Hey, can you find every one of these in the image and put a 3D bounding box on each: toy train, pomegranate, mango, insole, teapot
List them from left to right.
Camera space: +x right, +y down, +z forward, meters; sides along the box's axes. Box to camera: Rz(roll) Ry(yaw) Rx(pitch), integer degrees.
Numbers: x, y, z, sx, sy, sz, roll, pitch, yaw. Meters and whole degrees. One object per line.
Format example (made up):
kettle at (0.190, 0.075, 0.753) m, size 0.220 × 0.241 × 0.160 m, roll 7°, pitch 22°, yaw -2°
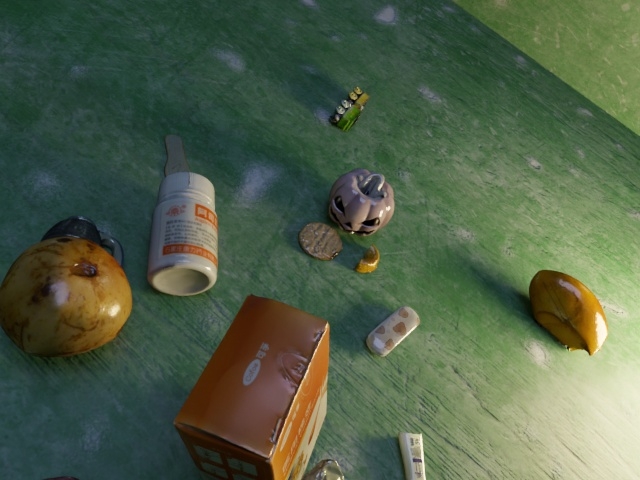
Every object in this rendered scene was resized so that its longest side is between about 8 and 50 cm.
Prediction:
pomegranate at (-0.452, 0.108, 0.852) m, size 0.215 × 0.215 × 0.215 m, roll 11°, pitch 52°, yaw -15°
teapot at (-0.480, 0.003, 0.972) m, size 0.149 × 0.111 × 0.108 m, roll 3°, pitch 40°, yaw -14°
insole at (-0.374, -0.206, 1.234) m, size 0.064 × 0.004 × 0.188 m, roll 0°, pitch 56°, yaw -24°
toy train at (0.101, -0.432, 1.566) m, size 0.081 × 0.060 × 0.202 m, roll 37°, pitch 50°, yaw -3°
mango at (0.669, 0.185, 1.300) m, size 0.126 × 0.154 × 0.252 m, roll -33°, pitch 86°, yaw -44°

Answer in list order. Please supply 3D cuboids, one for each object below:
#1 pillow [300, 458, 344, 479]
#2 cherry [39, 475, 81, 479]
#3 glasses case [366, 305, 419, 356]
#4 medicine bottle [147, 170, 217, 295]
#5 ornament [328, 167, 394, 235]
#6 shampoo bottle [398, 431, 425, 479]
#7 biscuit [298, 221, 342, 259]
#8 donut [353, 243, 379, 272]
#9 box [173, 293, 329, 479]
pillow at (-0.024, 0.523, 0.714) m, size 0.281 × 0.076 × 0.274 m, roll -37°, pitch 118°, yaw -38°
cherry at (-0.445, 0.429, 0.690) m, size 0.226 × 0.090 × 0.107 m, roll -28°, pitch 81°, yaw -26°
glasses case at (0.173, 0.213, 1.132) m, size 0.164 × 0.041 × 0.063 m, roll -31°, pitch 72°, yaw -36°
medicine bottle at (-0.297, -0.018, 1.040) m, size 0.145 × 0.144 × 0.252 m, roll 3°, pitch 54°, yaw -21°
ornament at (0.111, -0.106, 1.262) m, size 0.178 × 0.177 × 0.177 m, roll 11°, pitch 52°, yaw -15°
shampoo bottle at (0.188, 0.461, 0.962) m, size 0.049 × 0.034 × 0.141 m, roll 15°, pitch 51°, yaw -21°
biscuit at (0.000, 0.000, 1.232) m, size 0.120 × 0.015 × 0.120 m, roll 11°, pitch 52°, yaw -15°
donut at (0.121, 0.046, 1.235) m, size 0.083 × 0.038 × 0.067 m, roll -8°, pitch 62°, yaw -29°
box at (-0.088, 0.280, 0.765) m, size 0.144 × 0.341 × 0.225 m, roll 15°, pitch 48°, yaw 14°
